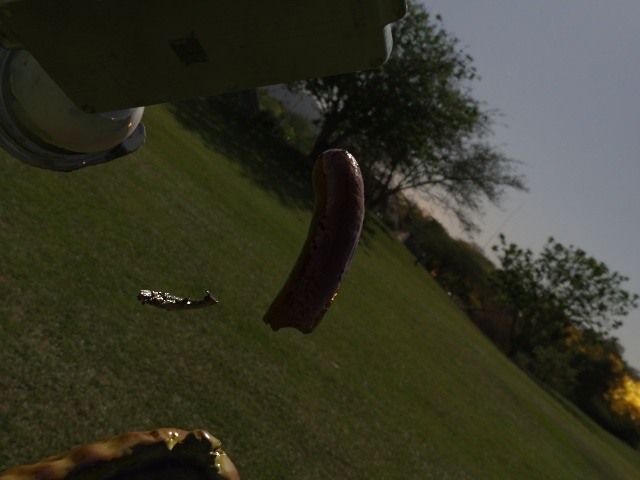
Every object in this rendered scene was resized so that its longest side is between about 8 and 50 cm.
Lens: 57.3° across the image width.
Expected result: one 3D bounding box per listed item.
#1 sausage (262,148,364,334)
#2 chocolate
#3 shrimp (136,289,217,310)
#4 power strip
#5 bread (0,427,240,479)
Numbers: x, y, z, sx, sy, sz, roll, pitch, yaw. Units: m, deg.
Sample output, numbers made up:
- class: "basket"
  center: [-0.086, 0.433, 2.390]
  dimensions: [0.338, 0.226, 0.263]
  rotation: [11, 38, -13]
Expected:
- class: "sausage"
  center: [0.005, 0.000, 0.844]
  dimensions: [0.103, 0.302, 0.076]
  rotation: [7, -24, 29]
- class: "chocolate"
  center: [-0.279, -0.165, 0.686]
  dimensions: [0.147, 0.221, 0.221]
  rotation: [25, -5, 41]
- class: "shrimp"
  center: [-0.186, 0.077, 0.774]
  dimensions: [0.114, 0.083, 0.023]
  rotation: [26, 57, -58]
- class: "power strip"
  center: [-0.080, -0.150, 0.394]
  dimensions: [0.118, 0.270, 0.046]
  rotation: [66, 19, -61]
- class: "bread"
  center: [-0.133, 0.204, 0.292]
  dimensions: [0.181, 0.222, 0.096]
  rotation: [70, -23, 14]
